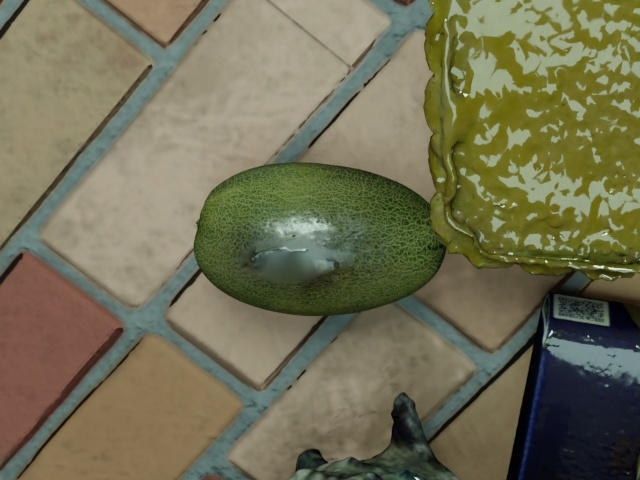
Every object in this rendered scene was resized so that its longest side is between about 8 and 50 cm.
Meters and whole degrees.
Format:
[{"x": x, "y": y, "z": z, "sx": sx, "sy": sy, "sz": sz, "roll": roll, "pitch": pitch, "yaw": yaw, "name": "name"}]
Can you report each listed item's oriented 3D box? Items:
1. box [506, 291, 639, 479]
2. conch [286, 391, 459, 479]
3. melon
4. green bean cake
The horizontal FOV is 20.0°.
[{"x": 0.259, "y": 0.133, "z": 1.200, "sx": 0.259, "sy": 0.071, "sz": 0.168, "roll": 8, "pitch": 116, "yaw": 2, "name": "box"}, {"x": 0.045, "y": 0.248, "z": 1.214, "sx": 0.313, "sy": 0.186, "sz": 0.241, "roll": -22, "pitch": 114, "yaw": 27, "name": "conch"}, {"x": 0.000, "y": 0.000, "z": 1.159, "sx": 0.162, "sy": 0.099, "sz": 0.099, "roll": 4, "pitch": 114, "yaw": 4, "name": "melon"}, {"x": 0.180, "y": -0.096, "z": 1.077, "sx": 0.229, "sy": 0.131, "sz": 0.224, "roll": 4, "pitch": 112, "yaw": 9, "name": "green bean cake"}]
